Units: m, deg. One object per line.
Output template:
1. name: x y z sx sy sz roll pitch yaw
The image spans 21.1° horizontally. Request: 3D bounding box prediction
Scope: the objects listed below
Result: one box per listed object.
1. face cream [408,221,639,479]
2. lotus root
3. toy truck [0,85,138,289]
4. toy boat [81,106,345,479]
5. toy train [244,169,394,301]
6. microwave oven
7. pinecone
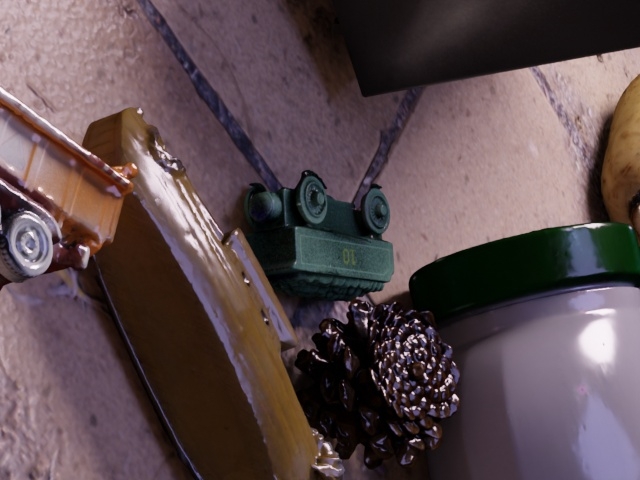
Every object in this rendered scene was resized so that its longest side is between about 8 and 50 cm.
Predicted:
1. face cream: 0.215 0.180 1.493 0.312 0.219 0.357 8 67 -58
2. lotus root: 0.403 -0.104 1.958 0.284 0.146 0.160 -68 147 -47
3. toy truck: -0.245 -0.061 1.057 0.270 0.114 0.135 38 50 -40
4. toy boat: -0.082 0.053 1.256 0.321 0.089 0.121 64 29 -8
5. toy train: 0.000 0.000 1.415 0.172 0.070 0.099 9 75 -54
6. microwave oven: 0.205 -0.336 1.593 0.432 0.374 0.236 -50 125 -56
7. pinecone: 0.041 0.115 1.369 0.140 0.120 0.140 20 64 -48
